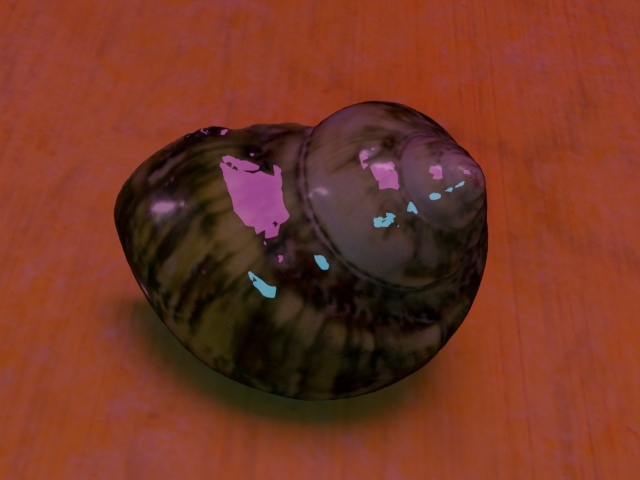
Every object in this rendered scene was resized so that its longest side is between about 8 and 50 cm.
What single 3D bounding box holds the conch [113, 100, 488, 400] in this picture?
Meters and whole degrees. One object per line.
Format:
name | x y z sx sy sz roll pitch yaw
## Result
conch | 0.001 0.001 0.689 0.187 0.181 0.124 25 25 -27
